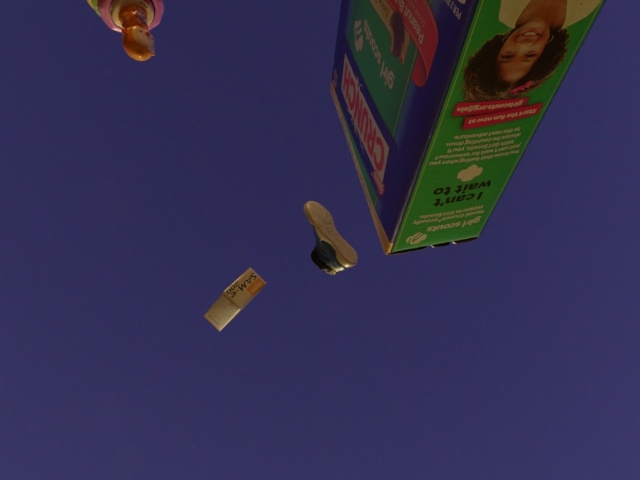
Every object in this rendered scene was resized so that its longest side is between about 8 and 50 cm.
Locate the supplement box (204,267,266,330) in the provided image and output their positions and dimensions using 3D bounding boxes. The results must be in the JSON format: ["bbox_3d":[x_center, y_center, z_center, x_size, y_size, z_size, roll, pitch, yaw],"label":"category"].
[{"bbox_3d":[-0.128,0.088,0.888,0.036,0.062,0.098,45,-40,0],"label":"supplement box"}]

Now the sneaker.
[{"bbox_3d":[0.000,0.000,1.177,0.085,0.058,0.152,-34,-83,41],"label":"sneaker"}]

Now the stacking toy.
[{"bbox_3d":[-0.322,-0.405,0.987,0.166,0.301,0.175,-33,-32,17],"label":"stacking toy"}]

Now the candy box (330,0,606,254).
[{"bbox_3d":[0.106,-0.187,0.579,0.122,0.268,0.317,-8,-35,-11],"label":"candy box"}]
